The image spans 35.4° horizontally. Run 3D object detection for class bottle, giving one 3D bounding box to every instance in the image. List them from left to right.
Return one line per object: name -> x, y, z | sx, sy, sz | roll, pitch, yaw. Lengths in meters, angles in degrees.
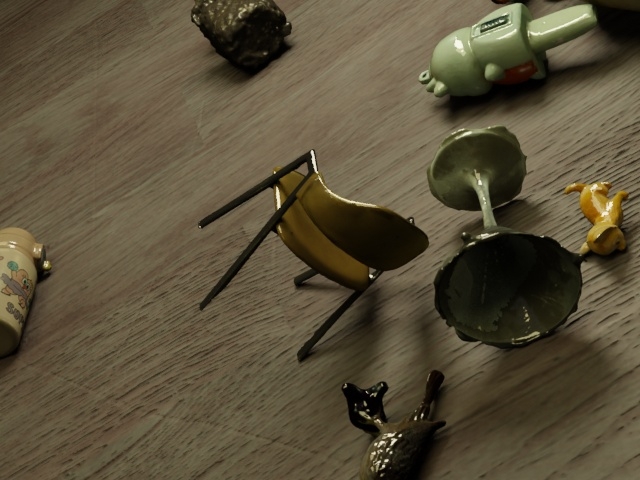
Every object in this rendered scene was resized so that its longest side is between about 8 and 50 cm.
bottle -> -0.468, 0.068, 1.496 | 0.110, 0.097, 0.209 | 5, 42, -4

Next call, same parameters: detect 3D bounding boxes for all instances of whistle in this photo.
whistle -> 0.243, -0.253, 1.327 | 0.253, 0.106, 0.101 | -19, 70, 29

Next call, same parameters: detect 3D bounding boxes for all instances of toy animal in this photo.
toy animal -> 0.066, 0.209, 0.974 | 0.105, 0.070, 0.202 | 1, 42, 12
toy animal -> 0.292, -0.021, 1.071 | 0.081, 0.060, 0.083 | 28, 59, 6

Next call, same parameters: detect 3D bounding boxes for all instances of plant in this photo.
plant -> -0.143, -0.382, 1.732 | 0.131, 0.142, 0.203 | -47, 47, -3

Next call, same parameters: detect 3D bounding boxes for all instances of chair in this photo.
chair -> 0.000, 0.000, 1.118 | 0.247, 0.159, 0.172 | -41, 34, 26

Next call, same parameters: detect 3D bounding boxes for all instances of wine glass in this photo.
wine glass -> 0.184, -0.016, 1.077 | 0.156, 0.156, 0.232 | -21, 35, 15

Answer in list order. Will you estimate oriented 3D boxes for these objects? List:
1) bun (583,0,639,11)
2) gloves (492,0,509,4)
bun -> 0.448, -0.452, 1.268 | 0.365, 0.219, 0.365 | -10, 48, 12
gloves -> 0.292, -0.433, 1.473 | 0.218, 0.140, 0.131 | -60, 14, -11
